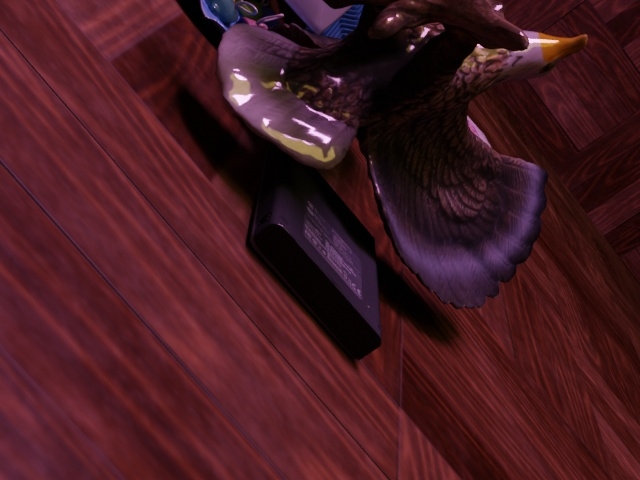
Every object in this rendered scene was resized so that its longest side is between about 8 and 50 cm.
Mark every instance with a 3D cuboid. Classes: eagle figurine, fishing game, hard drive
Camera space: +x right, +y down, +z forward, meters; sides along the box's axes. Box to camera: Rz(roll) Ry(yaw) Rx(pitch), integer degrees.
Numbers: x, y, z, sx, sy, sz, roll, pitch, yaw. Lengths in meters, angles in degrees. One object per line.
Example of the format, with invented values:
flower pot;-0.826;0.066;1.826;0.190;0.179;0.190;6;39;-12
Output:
eagle figurine;0.068;-0.096;0.699;0.225;0.226;0.298;18;-20;6
fishing game;-0.067;-0.196;0.800;0.264;0.041;0.189;40;21;-46
hard drive;0.000;0.000;0.617;0.094;0.022;0.135;49;17;-18

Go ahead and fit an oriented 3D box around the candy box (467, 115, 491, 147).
candy box;0.114;-0.100;1.058;0.196;0.070;0.165;41;20;-37

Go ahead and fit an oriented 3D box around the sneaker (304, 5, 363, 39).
sneaker;0.042;-0.203;0.971;0.092;0.087;0.229;57;25;-36

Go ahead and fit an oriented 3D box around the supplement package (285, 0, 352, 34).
supplement package;-0.019;-0.298;0.909;0.134;0.139;0.244;46;7;-27
